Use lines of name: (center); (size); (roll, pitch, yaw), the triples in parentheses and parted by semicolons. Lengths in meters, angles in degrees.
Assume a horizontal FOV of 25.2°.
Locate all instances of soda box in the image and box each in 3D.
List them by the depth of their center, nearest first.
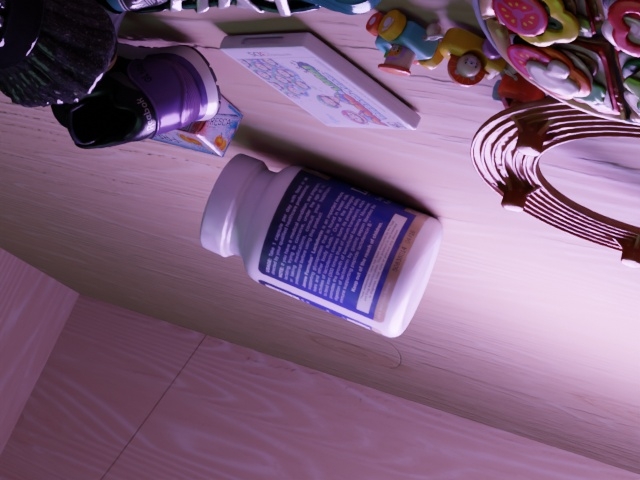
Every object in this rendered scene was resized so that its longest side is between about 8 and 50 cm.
soda box: (-0.181, -0.149, 1.649); (0.183, 0.058, 0.063); (17, 166, 36)

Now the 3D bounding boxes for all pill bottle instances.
pill bottle: (0.000, 0.000, 1.707); (0.265, 0.153, 0.153); (22, 168, 10)

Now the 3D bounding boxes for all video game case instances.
video game case: (-0.001, -0.152, 1.381); (0.157, 0.019, 0.143); (32, 166, -34)

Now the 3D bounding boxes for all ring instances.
ring: (0.287, -0.032, 1.195); (0.337, 0.032, 0.336); (16, 163, 5)

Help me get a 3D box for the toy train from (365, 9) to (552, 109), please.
toy train: (0.111, -0.134, 1.178); (0.166, 0.046, 0.125); (19, 167, 21)

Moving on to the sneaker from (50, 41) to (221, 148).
sneaker: (-0.239, -0.150, 1.533); (0.283, 0.124, 0.107); (-1, 114, 52)

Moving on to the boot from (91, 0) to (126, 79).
boot: (-0.273, -0.256, 1.402); (0.198, 0.076, 0.137); (32, 150, -6)

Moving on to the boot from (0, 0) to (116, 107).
boot: (-0.279, -0.183, 1.187); (0.260, 0.131, 0.348); (37, -172, -37)

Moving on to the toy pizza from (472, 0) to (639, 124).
toy pizza: (0.192, -0.134, 0.973); (0.201, 0.032, 0.201); (24, 157, 11)

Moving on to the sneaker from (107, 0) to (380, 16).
sneaker: (-0.098, -0.212, 1.073); (0.302, 0.121, 0.108); (21, 168, 13)
